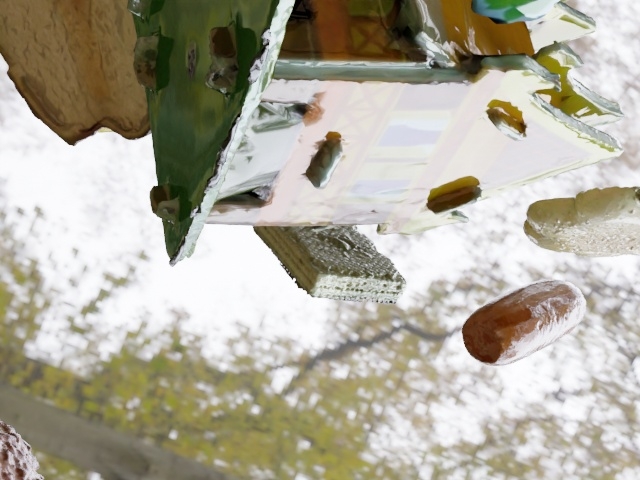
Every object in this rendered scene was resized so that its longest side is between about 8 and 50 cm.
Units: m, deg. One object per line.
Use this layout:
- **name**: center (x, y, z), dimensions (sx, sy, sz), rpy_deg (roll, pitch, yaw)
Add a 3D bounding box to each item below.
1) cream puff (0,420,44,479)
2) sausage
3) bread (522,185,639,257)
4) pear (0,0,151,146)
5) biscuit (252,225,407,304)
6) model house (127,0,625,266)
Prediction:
- **cream puff**: center (-0.357, 0.305, 1.432), dimensions (0.350, 0.228, 0.351), rpy_deg (173, -90, -70)
- **sausage**: center (0.226, 0.086, 1.617), dimensions (0.076, 0.197, 0.076), rpy_deg (9, -75, 36)
- **bread**: center (0.293, -0.014, 1.475), dimensions (0.181, 0.251, 0.039), rpy_deg (-2, -100, 3)
- **pear**: center (-0.154, -0.286, 1.223), dimensions (0.340, 0.191, 0.387), rpy_deg (5, -67, 46)
- **biscuit**: center (0.000, 0.000, 1.973), dimensions (0.252, 0.150, 0.052), rpy_deg (49, -55, 51)
- **model house**: center (0.060, -0.166, 0.919), dimensions (0.358, 0.312, 0.243), rpy_deg (117, -35, -56)
